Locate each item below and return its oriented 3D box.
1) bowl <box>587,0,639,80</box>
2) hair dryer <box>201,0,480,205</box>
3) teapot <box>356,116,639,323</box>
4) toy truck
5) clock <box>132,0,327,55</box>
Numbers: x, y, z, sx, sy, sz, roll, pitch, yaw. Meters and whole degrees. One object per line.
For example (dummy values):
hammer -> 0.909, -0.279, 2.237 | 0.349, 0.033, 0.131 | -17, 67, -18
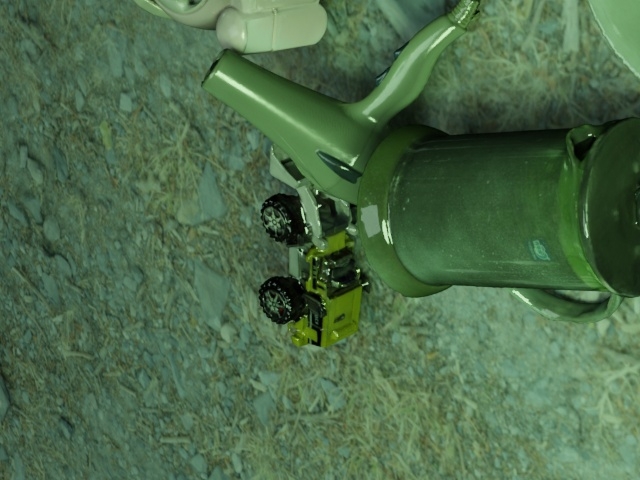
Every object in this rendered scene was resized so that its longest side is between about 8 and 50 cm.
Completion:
bowl -> 0.398, -0.274, 1.357 | 0.313, 0.146, 0.313 | 27, 132, 34
hair dryer -> 0.012, -0.187, 1.771 | 0.296, 0.119, 0.298 | 13, 120, -4
teapot -> 0.238, -0.012, 1.634 | 0.337, 0.200, 0.270 | 0, 132, 46
toy truck -> 0.000, 0.000, 1.927 | 0.111, 0.136, 0.285 | 21, 124, 39
clock -> -0.131, -0.417, 1.873 | 0.326, 0.184, 0.342 | 32, 122, 41
